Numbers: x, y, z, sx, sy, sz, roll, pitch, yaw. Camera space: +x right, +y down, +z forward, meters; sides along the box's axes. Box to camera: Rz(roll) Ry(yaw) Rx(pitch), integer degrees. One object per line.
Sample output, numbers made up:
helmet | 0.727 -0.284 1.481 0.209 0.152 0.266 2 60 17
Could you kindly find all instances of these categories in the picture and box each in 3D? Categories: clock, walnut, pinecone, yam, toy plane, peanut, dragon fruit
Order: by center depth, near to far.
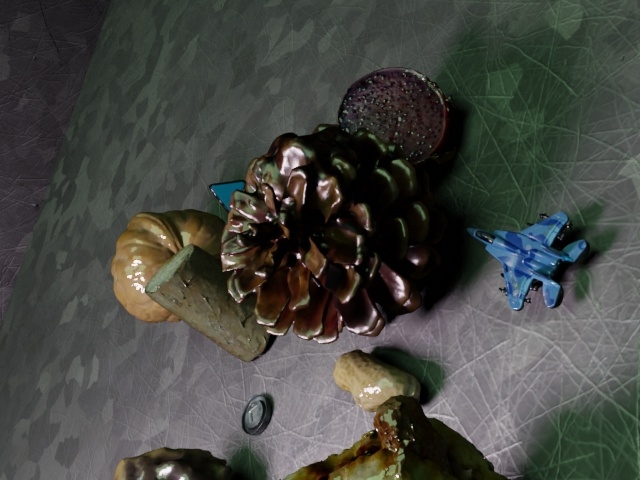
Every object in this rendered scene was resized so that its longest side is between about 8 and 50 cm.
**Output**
toy plane | 0.314 0.019 1.566 0.169 0.078 0.246 -63 26 1
pinecone | 0.000 0.000 1.698 0.398 0.398 0.397 -33 44 38
peanut | 0.091 0.242 1.705 0.214 0.099 0.099 30 93 57
dragon fruit | 0.149 -0.207 1.891 0.224 0.148 0.218 -3 69 8
clock | -0.130 0.355 2.002 0.085 0.017 0.085 -33 44 39
yam | -0.225 0.127 2.087 0.161 0.268 0.161 -46 21 23
walnut | -0.343 0.056 2.270 0.296 0.285 0.285 -46 26 -23

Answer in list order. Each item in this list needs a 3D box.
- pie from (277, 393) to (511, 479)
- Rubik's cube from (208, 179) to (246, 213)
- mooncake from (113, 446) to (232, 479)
pie | 0.100 0.460 1.379 0.418 0.180 0.395 -46 75 21
Rubik's cube | -0.151 -0.060 2.195 0.234 0.250 0.284 178 109 -75
mooncake | -0.258 0.548 1.798 0.393 0.246 0.394 123 149 -49
